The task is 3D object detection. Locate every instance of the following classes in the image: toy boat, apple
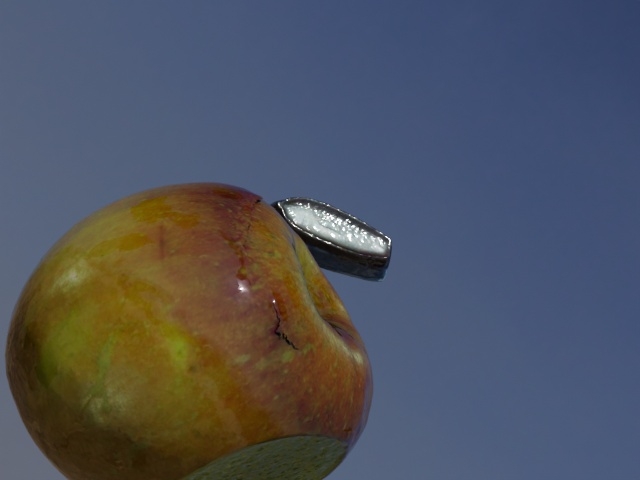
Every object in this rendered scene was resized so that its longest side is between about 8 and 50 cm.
[{"bbox_3d":[0.000,0.000,1.757,0.137,0.060,0.061,19,-33,-15],"label":"toy boat"},{"bbox_3d":[-0.063,0.053,0.895,0.146,0.147,0.163,64,10,24],"label":"apple"}]
